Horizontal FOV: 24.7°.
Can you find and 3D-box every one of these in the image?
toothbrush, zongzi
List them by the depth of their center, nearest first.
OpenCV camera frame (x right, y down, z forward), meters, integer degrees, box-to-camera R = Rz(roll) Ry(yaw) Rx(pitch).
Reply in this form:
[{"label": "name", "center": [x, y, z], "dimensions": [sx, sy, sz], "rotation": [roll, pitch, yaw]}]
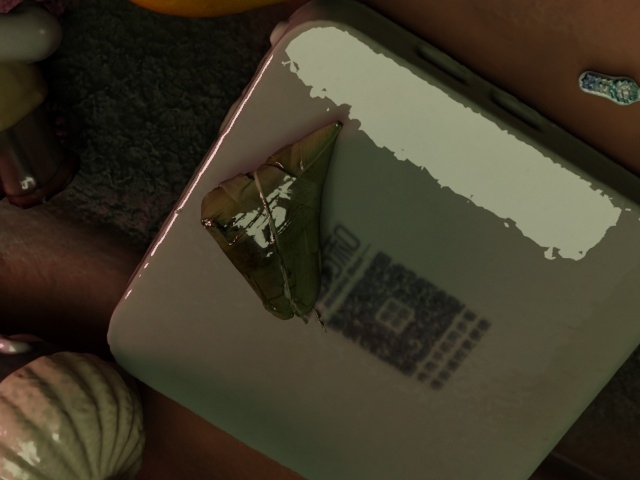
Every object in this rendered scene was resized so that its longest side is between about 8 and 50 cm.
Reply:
[{"label": "zongzi", "center": [0.000, 0.000, 1.105], "dimensions": [0.130, 0.062, 0.154], "rotation": [-32, 111, 10]}, {"label": "toothbrush", "center": [0.344, -0.083, 1.114], "dimensions": [0.304, 0.030, 0.030], "rotation": [15, 116, 0]}]

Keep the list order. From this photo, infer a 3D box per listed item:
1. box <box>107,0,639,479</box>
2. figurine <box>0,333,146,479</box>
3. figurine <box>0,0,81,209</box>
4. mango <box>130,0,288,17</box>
[{"label": "box", "center": [0.055, 0.035, 1.186], "dimensions": [0.373, 0.090, 0.367], "rotation": [32, 115, -4]}, {"label": "figurine", "center": [-0.306, 0.143, 1.235], "dimensions": [0.332, 0.204, 0.185], "rotation": [19, 119, 2]}, {"label": "figurine", "center": [-0.288, -0.204, 1.111], "dimensions": [0.218, 0.206, 0.365], "rotation": [8, 145, 37]}, {"label": "mango", "center": [-0.073, -0.229, 1.074], "dimensions": [0.253, 0.113, 0.138], "rotation": [8, 111, -1]}]
